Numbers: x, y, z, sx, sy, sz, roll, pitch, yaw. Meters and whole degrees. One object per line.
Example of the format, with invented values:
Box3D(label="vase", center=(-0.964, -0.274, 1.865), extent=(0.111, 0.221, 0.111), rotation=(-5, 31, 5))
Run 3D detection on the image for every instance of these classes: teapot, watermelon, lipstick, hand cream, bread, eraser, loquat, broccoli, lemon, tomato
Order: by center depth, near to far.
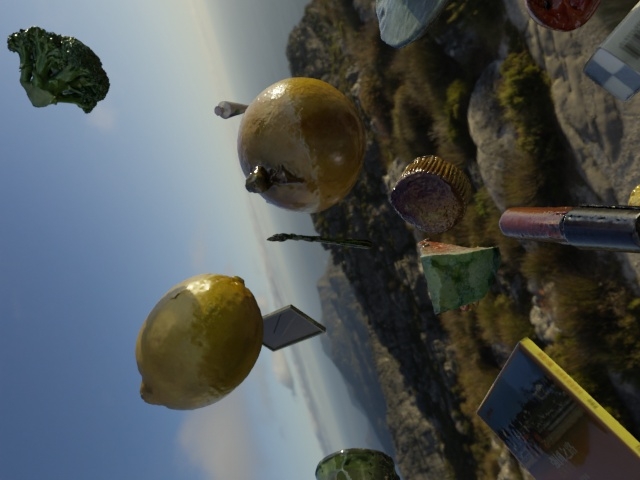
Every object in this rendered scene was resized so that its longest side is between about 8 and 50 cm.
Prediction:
Box3D(label="bread", center=(0.117, -0.046, 0.548), extent=(0.053, 0.084, 0.085), rotation=(-52, -38, -39))
Box3D(label="watermelon", center=(0.185, 0.053, 0.806), extent=(0.158, 0.121, 0.098), rotation=(14, 110, 52))
Box3D(label="eraser", center=(0.603, -0.413, 0.820), extent=(0.098, 0.404, 0.096), rotation=(42, 178, 11))
Box3D(label="lipstick", center=(0.426, -0.026, 0.884), extent=(0.418, 0.077, 0.077), rotation=(-152, 45, -83))
Box3D(label="lemon", center=(-0.233, 0.195, 0.995), extent=(0.236, 0.263, 0.236), rotation=(49, -175, -6))
Box3D(label="teapot", center=(0.056, 0.600, 1.039), extent=(0.337, 0.270, 0.201), rotation=(-94, 14, -53))
Box3D(label="broccoli", center=(-0.535, -0.350, 1.042), extent=(0.196, 0.195, 0.156), rotation=(78, -150, -43))
Box3D(label="loquat", center=(-0.060, -0.213, 1.236), extent=(0.328, 0.359, 0.329), rotation=(22, 137, 22))
Box3D(label="tomato", center=(0.608, -0.653, 1.280), extent=(0.101, 0.227, 0.228), rotation=(-109, 3, -66))
Box3D(label="hand cream", center=(-0.261, -0.395, 1.525), extent=(0.142, 0.084, 0.053), rotation=(-26, -59, -54))

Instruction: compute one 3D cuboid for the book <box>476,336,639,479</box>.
Box3D(label="book", center=(0.387, 0.338, 0.710), extent=(0.374, 0.028, 0.263), rotation=(49, 156, 32))

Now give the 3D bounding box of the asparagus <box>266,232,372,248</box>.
Box3D(label="asparagus", center=(0.000, 0.000, 1.095), extent=(0.022, 0.232, 0.023), rotation=(154, 119, -82))

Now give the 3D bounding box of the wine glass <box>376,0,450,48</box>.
Box3D(label="wine glass", center=(-0.053, -0.365, 0.542), extent=(0.267, 0.405, 0.267), rotation=(-169, 90, -67))

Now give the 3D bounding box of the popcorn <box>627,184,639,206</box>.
Box3D(label="popcorn", center=(0.782, -0.080, 1.149), extent=(0.140, 0.194, 0.164), rotation=(33, 121, 14))

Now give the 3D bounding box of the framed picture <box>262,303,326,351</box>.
Box3D(label="framed picture", center=(-0.107, 0.245, 1.398), extent=(0.150, 0.203, 0.015), rotation=(39, -141, -34))

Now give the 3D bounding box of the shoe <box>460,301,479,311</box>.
Box3D(label="shoe", center=(0.419, 0.149, 1.442), extent=(0.072, 0.069, 0.109), rotation=(17, 121, 40))
